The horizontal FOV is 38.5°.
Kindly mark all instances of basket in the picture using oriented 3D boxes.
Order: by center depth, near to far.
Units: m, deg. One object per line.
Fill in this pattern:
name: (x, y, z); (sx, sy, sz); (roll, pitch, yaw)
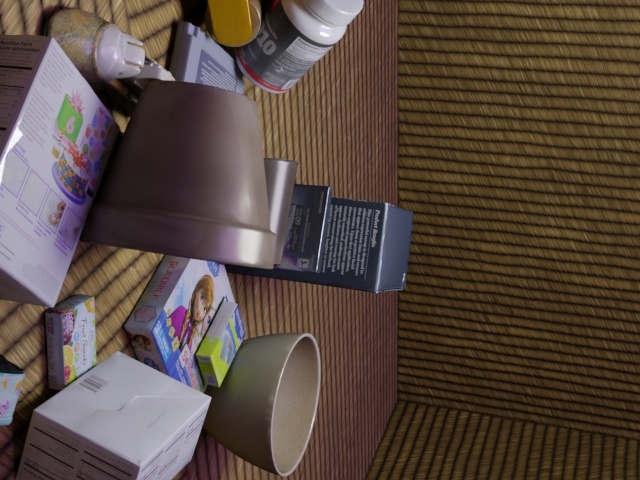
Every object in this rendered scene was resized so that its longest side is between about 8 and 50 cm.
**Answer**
basket: (-0.149, -0.058, 2.029); (0.154, 0.204, 0.227); (23, 66, -78)

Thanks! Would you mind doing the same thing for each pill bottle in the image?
pill bottle: (-0.047, -0.456, 1.965); (0.283, 0.161, 0.161); (-38, -160, 43)

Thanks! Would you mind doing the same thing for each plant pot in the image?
plant pot: (-0.217, -0.109, 1.536); (0.323, 0.323, 0.281); (13, 86, -73)

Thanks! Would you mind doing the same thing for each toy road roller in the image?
toy road roller: (-0.122, -0.571, 1.848); (0.203, 0.240, 0.330); (-92, 179, -51)

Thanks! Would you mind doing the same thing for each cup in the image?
cup: (-0.162, 0.366, 2.149); (0.331, 0.236, 0.331); (6, 90, -73)

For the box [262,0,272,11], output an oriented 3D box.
box: (-0.077, -0.570, 2.119); (0.167, 0.203, 0.169); (-62, 153, -48)

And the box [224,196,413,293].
box: (0.000, 0.000, 2.261); (0.293, 0.395, 0.212); (7, 90, -73)

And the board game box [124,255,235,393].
board game box: (-0.285, 0.174, 1.969); (0.319, 0.065, 0.318); (80, 24, -44)

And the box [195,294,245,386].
box: (-0.216, 0.221, 2.027); (0.109, 0.042, 0.178); (81, 24, -43)

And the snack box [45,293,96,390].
snack box: (-0.426, 0.174, 1.569); (0.100, 0.037, 0.141); (-41, 135, -67)

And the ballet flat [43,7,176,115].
ballet flat: (-0.332, -0.295, 1.563); (0.348, 0.123, 0.123); (42, 57, -69)

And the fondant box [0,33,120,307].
fondant box: (-0.432, -0.099, 1.352); (0.238, 0.096, 0.330); (63, 38, -61)

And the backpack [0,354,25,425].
backpack: (-0.484, 0.199, 1.180); (0.188, 0.165, 0.145); (8, 90, -70)

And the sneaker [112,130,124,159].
sneaker: (-0.358, -0.109, 1.664); (0.089, 0.051, 0.170); (68, 28, -56)

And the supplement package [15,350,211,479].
supplement package: (-0.346, 0.334, 1.561); (0.145, 0.204, 0.262); (-70, 168, 20)

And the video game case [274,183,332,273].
video game case: (-0.110, -0.035, 2.100); (0.026, 0.274, 0.196); (18, 79, -62)

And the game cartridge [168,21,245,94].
game cartridge: (-0.243, -0.316, 1.941); (0.294, 0.060, 0.196); (30, 64, -71)
